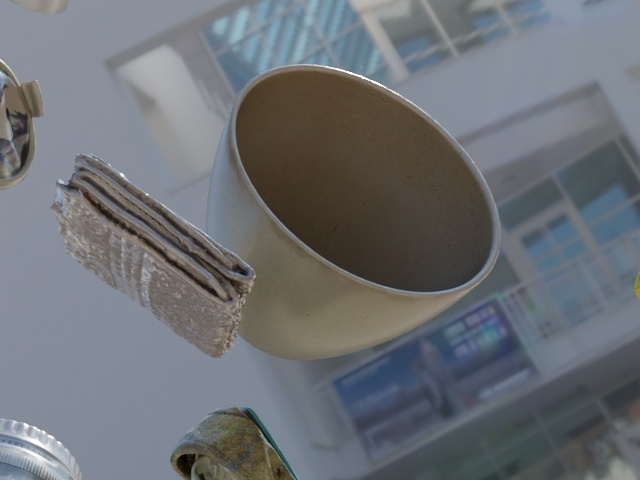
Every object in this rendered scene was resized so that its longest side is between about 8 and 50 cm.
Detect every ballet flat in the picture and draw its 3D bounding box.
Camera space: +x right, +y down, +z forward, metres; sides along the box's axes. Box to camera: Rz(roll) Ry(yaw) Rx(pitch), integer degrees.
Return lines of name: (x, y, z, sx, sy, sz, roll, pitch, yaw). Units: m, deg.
ballet flat: (-0.034, 0.310, 1.391, 0.123, 0.348, 0.123, -30, -34, -23)

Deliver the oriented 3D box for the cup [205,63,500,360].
cup: (0.000, 0.000, 1.558, 0.331, 0.331, 0.237, -12, -30, -42)

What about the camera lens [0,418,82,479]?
camera lens: (-0.396, 0.369, 1.595, 0.219, 0.274, 0.219, 1, -55, 2)

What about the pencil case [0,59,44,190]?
pencil case: (-0.505, -0.077, 1.552, 0.410, 0.160, 0.183, -20, 15, 26)

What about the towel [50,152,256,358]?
towel: (-0.148, 0.023, 1.219, 0.049, 0.187, 0.282, -52, -4, -16)

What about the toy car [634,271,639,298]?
toy car: (0.483, -0.022, 1.653, 0.239, 0.053, 0.225, -14, -39, 10)

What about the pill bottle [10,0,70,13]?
pill bottle: (-0.226, -0.268, 1.177, 0.078, 0.078, 0.137, -9, -46, -47)
